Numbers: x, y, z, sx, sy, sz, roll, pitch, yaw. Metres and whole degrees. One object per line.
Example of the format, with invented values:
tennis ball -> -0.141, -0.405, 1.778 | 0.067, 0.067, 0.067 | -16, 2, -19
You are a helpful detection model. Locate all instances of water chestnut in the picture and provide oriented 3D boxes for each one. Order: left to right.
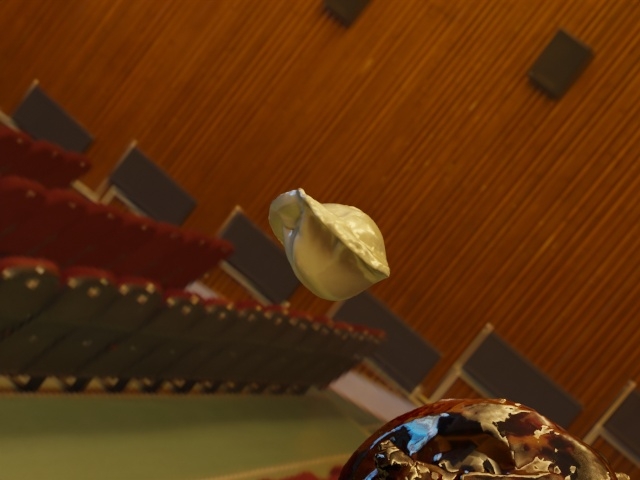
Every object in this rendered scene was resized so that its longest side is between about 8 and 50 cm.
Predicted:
water chestnut -> 0.128, 0.271, 1.028 | 0.300, 0.300, 0.300 | 38, 7, -5

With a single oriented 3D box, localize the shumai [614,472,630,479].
shumai -> 0.426, 0.429, 1.582 | 0.166, 0.206, 0.175 | -4, -5, -26

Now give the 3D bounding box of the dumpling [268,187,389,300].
dumpling -> 0.000, 0.000, 1.633 | 0.179, 0.131, 0.252 | 42, -14, -15
